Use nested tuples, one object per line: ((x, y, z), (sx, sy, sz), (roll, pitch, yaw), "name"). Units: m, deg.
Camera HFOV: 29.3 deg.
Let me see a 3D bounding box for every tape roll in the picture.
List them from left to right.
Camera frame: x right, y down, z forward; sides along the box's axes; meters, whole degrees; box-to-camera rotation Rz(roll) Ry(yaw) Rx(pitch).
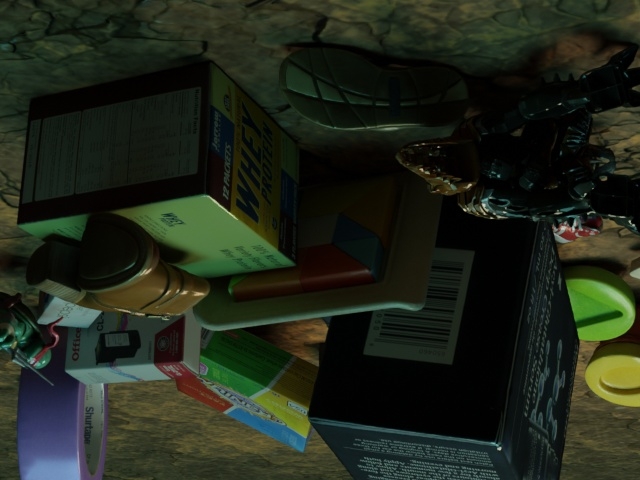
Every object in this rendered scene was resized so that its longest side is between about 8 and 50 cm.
((-0.385, 0.262, 1.851), (0.090, 0.274, 0.275), (1, 159, 0), "tape roll")

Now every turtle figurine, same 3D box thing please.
((-0.430, 0.114, 1.584), (0.234, 0.118, 0.175), (42, 134, 1), "turtle figurine")

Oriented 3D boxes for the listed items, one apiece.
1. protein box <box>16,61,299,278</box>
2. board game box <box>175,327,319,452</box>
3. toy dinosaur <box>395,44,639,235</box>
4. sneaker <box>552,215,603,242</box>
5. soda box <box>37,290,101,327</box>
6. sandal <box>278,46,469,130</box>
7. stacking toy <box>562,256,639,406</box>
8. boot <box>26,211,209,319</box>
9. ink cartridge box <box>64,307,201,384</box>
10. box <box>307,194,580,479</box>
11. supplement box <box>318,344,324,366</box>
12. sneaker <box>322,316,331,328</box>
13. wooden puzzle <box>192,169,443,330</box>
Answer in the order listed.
((-0.151, -0.055, 1.205), (0.201, 0.136, 0.200), (-8, 157, 21), "protein box")
((-0.111, 0.221, 1.906), (0.242, 0.064, 0.316), (25, 160, 6), "board game box")
((0.190, -0.065, 1.129), (0.218, 0.164, 0.322), (-8, -163, 43), "toy dinosaur")
((0.280, -0.027, 1.417), (0.067, 0.042, 0.118), (-17, 159, 41), "sneaker")
((-0.309, 0.051, 1.583), (0.074, 0.069, 0.216), (8, 159, -21), "soda box")
((0.047, -0.133, 1.117), (0.180, 0.072, 0.049), (2, -179, -18), "sandal")
((0.465, 0.078, 1.682), (0.309, 0.130, 0.279), (-23, 123, 41), "stacking toy")
((-0.164, 0.031, 1.146), (0.152, 0.073, 0.197), (20, 164, -37), "boot")
((-0.258, 0.126, 1.698), (0.175, 0.127, 0.072), (-6, 158, 14), "ink cartridge box")
((0.164, 0.159, 1.440), (0.212, 0.293, 0.395), (4, 153, 20), "box")
((0.102, 0.209, 1.988), (0.188, 0.080, 0.104), (-8, 158, 19), "supplement box")
((0.055, 0.165, 1.761), (0.086, 0.163, 0.226), (-8, 157, 24), "sneaker")
((0.000, 0.000, 1.283), (0.239, 0.221, 0.044), (-5, 128, 17), "wooden puzzle")
